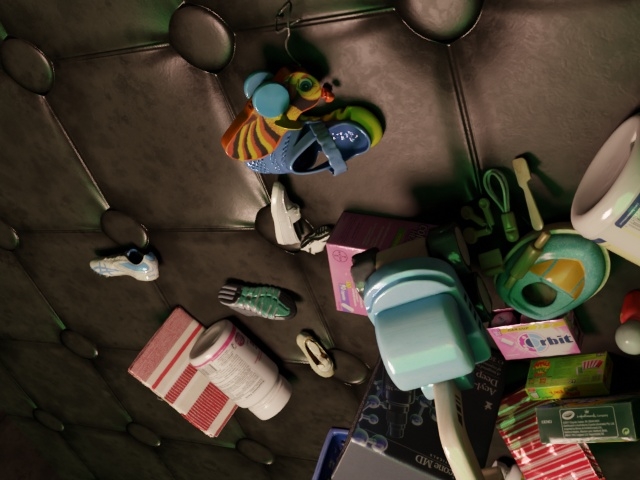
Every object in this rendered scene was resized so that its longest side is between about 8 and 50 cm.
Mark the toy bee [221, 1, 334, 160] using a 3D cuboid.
[{"bbox_3d":[-0.060,-0.270,1.448,0.162,0.195,0.298,19,132,-27],"label":"toy bee"}]

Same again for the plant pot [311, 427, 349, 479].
[{"bbox_3d":[0.125,0.729,2.266,0.236,0.235,0.212,3,137,24],"label":"plant pot"}]

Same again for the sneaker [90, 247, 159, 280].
[{"bbox_3d":[-0.541,0.059,2.083,0.237,0.085,0.086,4,106,29],"label":"sneaker"}]

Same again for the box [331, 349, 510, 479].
[{"bbox_3d":[0.241,0.416,1.776,0.294,0.395,0.211,23,138,6],"label":"box"}]

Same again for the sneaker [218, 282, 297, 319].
[{"bbox_3d":[-0.156,0.169,1.998,0.224,0.083,0.098,14,157,21],"label":"sneaker"}]

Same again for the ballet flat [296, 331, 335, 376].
[{"bbox_3d":[-0.008,0.318,2.055,0.168,0.057,0.052,51,162,-24],"label":"ballet flat"}]

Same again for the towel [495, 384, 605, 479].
[{"bbox_3d":[0.540,0.487,1.843,0.199,0.031,0.274,-37,78,39],"label":"towel"}]

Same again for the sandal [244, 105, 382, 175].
[{"bbox_3d":[-0.037,-0.186,1.533,0.318,0.138,0.126,-8,129,35],"label":"sandal"}]

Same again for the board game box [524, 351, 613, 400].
[{"bbox_3d":[0.569,0.312,1.727,0.181,0.092,0.043,-14,122,37],"label":"board game box"}]

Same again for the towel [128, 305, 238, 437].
[{"bbox_3d":[-0.362,0.381,2.181,0.329,0.237,0.037,44,153,-17],"label":"towel"}]

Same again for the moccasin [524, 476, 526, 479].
[{"bbox_3d":[0.579,0.557,1.932,0.138,0.117,0.341,12,113,36],"label":"moccasin"}]

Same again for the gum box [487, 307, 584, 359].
[{"bbox_3d":[0.486,0.202,1.686,0.189,0.062,0.107,-13,124,36],"label":"gum box"}]

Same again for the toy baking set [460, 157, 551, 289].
[{"bbox_3d":[0.360,-0.030,1.481,0.196,0.030,0.256,55,140,23],"label":"toy baking set"}]

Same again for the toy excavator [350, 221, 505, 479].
[{"bbox_3d":[0.227,0.258,1.434,0.223,0.445,0.432,-18,127,20],"label":"toy excavator"}]

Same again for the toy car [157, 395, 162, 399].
[{"bbox_3d":[-0.409,0.402,2.253,0.155,0.188,0.148,-2,130,29],"label":"toy car"}]

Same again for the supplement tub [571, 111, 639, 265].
[{"bbox_3d":[0.616,-0.045,1.253,0.325,0.235,0.235,28,138,0],"label":"supplement tub"}]

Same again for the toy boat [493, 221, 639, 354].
[{"bbox_3d":[0.520,0.103,1.510,0.318,0.148,0.267,29,137,0],"label":"toy boat"}]

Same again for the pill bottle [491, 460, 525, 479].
[{"bbox_3d":[0.568,0.685,2.070,0.209,0.117,0.117,21,137,9],"label":"pill bottle"}]

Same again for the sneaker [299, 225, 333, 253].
[{"bbox_3d":[0.000,0.000,1.770,0.044,0.040,0.109,31,144,-27],"label":"sneaker"}]

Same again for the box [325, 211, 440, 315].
[{"bbox_3d":[0.154,0.067,1.689,0.243,0.117,0.213,9,134,20],"label":"box"}]

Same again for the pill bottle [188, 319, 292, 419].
[{"bbox_3d":[-0.223,0.372,2.149,0.160,0.160,0.283,-26,115,42],"label":"pill bottle"}]

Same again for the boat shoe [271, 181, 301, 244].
[{"bbox_3d":[-0.075,-0.059,1.730,0.063,0.066,0.184,1,130,8],"label":"boat shoe"}]

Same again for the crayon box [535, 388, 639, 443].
[{"bbox_3d":[0.639,0.384,1.675,0.203,0.083,0.323,-14,168,36],"label":"crayon box"}]
